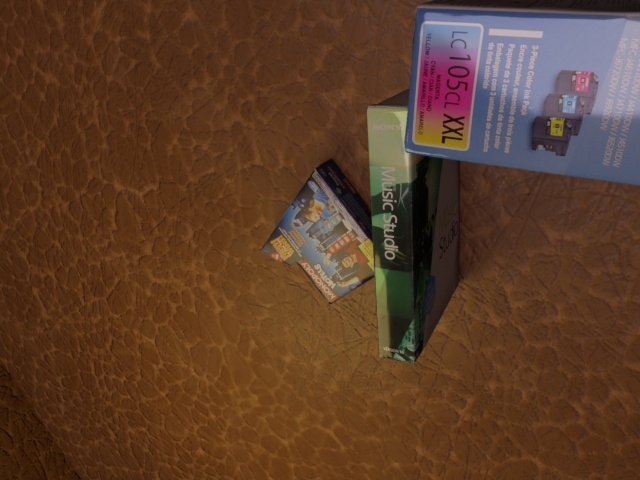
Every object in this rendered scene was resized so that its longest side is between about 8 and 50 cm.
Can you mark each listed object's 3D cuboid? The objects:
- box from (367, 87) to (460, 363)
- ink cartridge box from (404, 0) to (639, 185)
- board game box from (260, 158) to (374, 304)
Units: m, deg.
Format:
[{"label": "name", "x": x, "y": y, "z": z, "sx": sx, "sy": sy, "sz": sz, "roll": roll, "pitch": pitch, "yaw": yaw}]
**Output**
[{"label": "box", "x": 0.134, "y": -0.037, "z": 0.742, "sx": 0.058, "sy": 0.232, "sz": 0.322, "roll": 5, "pitch": 115, "yaw": 26}, {"label": "ink cartridge box", "x": 0.315, "y": -0.166, "z": 0.559, "sx": 0.395, "sy": 0.270, "sz": 0.151, "roll": 11, "pitch": 121, "yaw": 24}, {"label": "board game box", "x": 0.000, "y": 0.000, "z": 0.938, "sx": 0.194, "sy": 0.060, "sz": 0.194, "roll": -36, "pitch": 93, "yaw": 37}]
